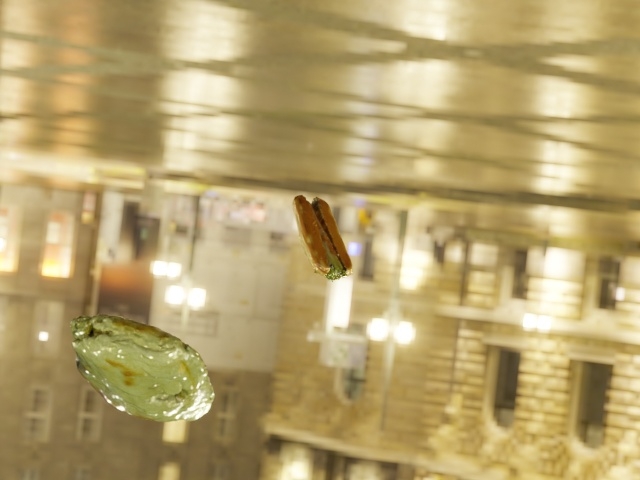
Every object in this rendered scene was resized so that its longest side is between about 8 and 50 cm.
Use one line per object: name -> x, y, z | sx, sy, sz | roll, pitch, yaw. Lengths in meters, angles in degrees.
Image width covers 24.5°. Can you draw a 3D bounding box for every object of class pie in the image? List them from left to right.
pie -> -0.238, 0.169, 1.895 | 0.201, 0.090, 0.248 | 21, 157, 12

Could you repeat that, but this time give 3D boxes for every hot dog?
hot dog -> 0.000, 0.000, 1.115 | 0.037, 0.083, 0.021 | 10, 135, -31
